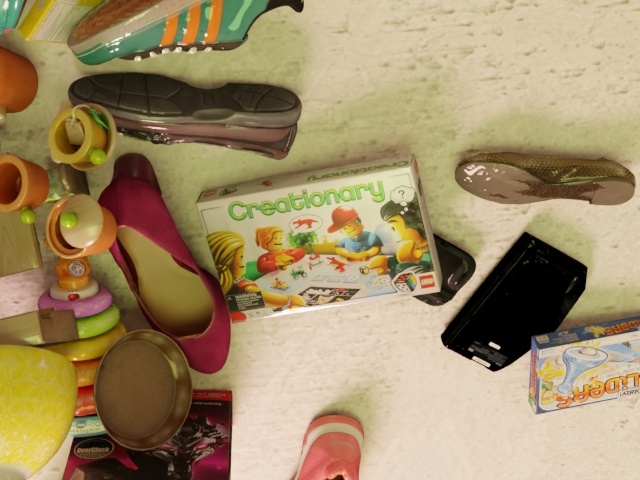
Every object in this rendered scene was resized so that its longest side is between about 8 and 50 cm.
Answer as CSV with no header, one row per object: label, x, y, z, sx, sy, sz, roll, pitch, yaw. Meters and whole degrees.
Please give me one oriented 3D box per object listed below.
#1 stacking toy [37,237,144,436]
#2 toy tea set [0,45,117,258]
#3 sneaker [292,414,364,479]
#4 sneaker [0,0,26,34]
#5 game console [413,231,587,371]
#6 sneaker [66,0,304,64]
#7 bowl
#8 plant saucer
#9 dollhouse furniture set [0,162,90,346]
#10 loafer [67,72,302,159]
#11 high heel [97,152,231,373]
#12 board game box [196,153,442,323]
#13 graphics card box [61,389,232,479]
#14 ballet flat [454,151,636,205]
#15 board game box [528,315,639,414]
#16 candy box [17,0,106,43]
stacking toy,-0.343,0.113,1.771,0.175,0.166,0.301,-3,110,-4
toy tea set,-0.375,-0.114,1.533,0.336,0.124,0.200,32,103,26
sneaker,-0.010,0.429,1.970,0.116,0.136,0.313,10,121,-8
sneaker,-0.395,-0.371,1.472,0.178,0.124,0.295,4,118,-8
game console,0.199,0.048,1.804,0.361,0.044,0.213,28,115,-19
sneaker,-0.158,-0.272,1.540,0.302,0.108,0.121,-24,124,2
bowl,-0.445,0.260,1.586,0.289,0.156,0.289,-12,156,-5
plant saucer,-0.254,0.209,1.743,0.029,0.168,0.168,-4,131,45
dollhouse furniture set,-0.412,0.026,1.635,0.212,0.161,0.242,-14,86,6
loafer,-0.178,-0.153,1.629,0.303,0.109,0.095,3,126,-7
high heel,-0.217,0.074,1.717,0.127,0.181,0.377,-19,120,8
board game box,0.000,0.000,1.721,0.305,0.053,0.193,-10,113,13
graphics card box,-0.242,0.332,1.764,0.233,0.371,0.094,2,112,-3
ballet flat,0.311,-0.093,1.721,0.250,0.058,0.084,3,143,2
board game box,0.417,0.186,1.878,0.201,0.035,0.136,-10,128,-7
candy box,-0.279,-0.325,1.523,0.027,0.105,0.206,49,115,20
